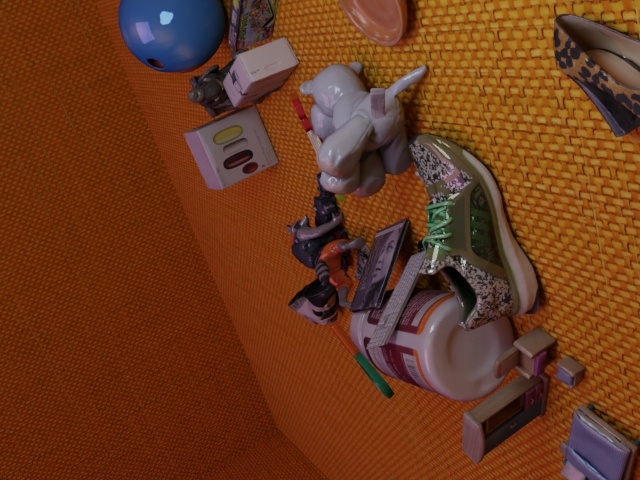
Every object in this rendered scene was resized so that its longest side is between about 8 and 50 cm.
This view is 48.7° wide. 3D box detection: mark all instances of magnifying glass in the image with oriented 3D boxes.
[{"bbox_3d":[0.099,0.283,1.671,0.231,0.026,0.092,51,172,-12],"label":"magnifying glass"}]

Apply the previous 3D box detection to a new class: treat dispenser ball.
[{"bbox_3d":[-0.408,-0.606,1.947,0.288,0.288,0.288,48,155,31],"label":"treat dispenser ball"}]

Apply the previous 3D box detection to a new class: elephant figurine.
[{"bbox_3d":[-0.287,-0.425,1.967,0.169,0.239,0.186,50,156,27],"label":"elephant figurine"}]

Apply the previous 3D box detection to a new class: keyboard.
[{"bbox_3d":[0.171,0.127,1.553,0.014,0.256,0.072,40,151,-18],"label":"keyboard"}]

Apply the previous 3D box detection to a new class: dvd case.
[{"bbox_3d":[0.138,0.063,1.690,0.018,0.221,0.164,25,164,-13],"label":"dvd case"}]

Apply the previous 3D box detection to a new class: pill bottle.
[{"bbox_3d":[0.234,0.220,1.610,0.224,0.224,0.392,65,159,-10],"label":"pill bottle"}]

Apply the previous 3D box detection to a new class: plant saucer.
[{"bbox_3d":[0.094,-0.455,1.306,0.200,0.037,0.200,46,165,16],"label":"plant saucer"}]

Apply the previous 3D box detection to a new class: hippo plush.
[{"bbox_3d":[0.044,-0.248,1.445,0.236,0.234,0.294,46,155,32],"label":"hippo plush"}]

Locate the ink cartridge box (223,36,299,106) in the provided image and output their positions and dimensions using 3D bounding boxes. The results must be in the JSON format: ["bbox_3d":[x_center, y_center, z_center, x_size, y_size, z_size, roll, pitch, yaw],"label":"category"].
[{"bbox_3d":[-0.155,-0.426,1.806,0.082,0.140,0.191,63,158,1],"label":"ink cartridge box"}]

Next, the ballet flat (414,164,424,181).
[{"bbox_3d":[0.211,-0.153,1.454,0.041,0.041,0.114,36,148,48],"label":"ballet flat"}]

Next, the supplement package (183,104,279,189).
[{"bbox_3d":[-0.273,-0.283,2.163,0.149,0.203,0.194,11,127,64],"label":"supplement package"}]

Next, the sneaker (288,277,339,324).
[{"bbox_3d":[0.016,0.195,2.258,0.146,0.122,0.330,43,158,-3],"label":"sneaker"}]

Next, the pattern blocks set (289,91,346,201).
[{"bbox_3d":[-0.002,-0.225,1.701,0.325,0.026,0.285,-99,-16,-77],"label":"pattern blocks set"}]

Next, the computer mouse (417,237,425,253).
[{"bbox_3d":[0.285,0.042,1.543,0.242,0.041,0.071,-143,40,-60],"label":"computer mouse"}]

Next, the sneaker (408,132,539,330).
[{"bbox_3d":[0.254,-0.009,1.336,0.410,0.182,0.158,62,159,0],"label":"sneaker"}]

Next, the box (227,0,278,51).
[{"bbox_3d":[-0.161,-0.549,1.701,0.036,0.114,0.207,56,159,14],"label":"box"}]

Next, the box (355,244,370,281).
[{"bbox_3d":[0.136,0.088,1.939,0.094,0.027,0.137,48,155,29],"label":"box"}]

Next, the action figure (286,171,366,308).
[{"bbox_3d":[0.000,0.000,1.928,0.330,0.179,0.341,35,143,55],"label":"action figure"}]

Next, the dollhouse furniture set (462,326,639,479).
[{"bbox_3d":[0.453,0.390,1.362,0.303,0.198,0.286,41,151,41],"label":"dollhouse furniture set"}]

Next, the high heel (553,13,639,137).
[{"bbox_3d":[0.387,-0.236,0.867,0.186,0.093,0.261,55,168,-1],"label":"high heel"}]
